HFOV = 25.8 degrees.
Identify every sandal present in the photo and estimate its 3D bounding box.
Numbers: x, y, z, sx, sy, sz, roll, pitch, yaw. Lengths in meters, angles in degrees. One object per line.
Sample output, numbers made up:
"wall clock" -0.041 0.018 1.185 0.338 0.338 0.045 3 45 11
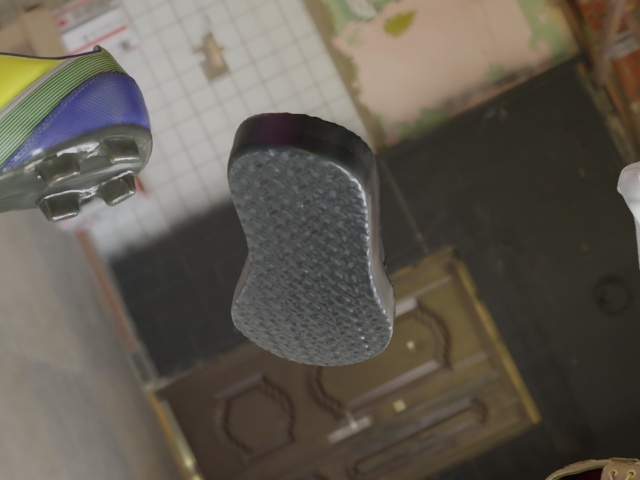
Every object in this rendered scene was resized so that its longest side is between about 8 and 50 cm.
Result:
"sandal" 0.002 0.000 1.345 0.446 0.167 0.107 94 11 -61

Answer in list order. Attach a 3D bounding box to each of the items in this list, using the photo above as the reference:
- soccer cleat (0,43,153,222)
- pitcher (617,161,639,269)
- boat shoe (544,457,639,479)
"soccer cleat" -0.251 -0.060 0.883 0.093 0.289 0.121 112 -40 -55
"pitcher" 0.372 0.011 1.424 0.177 0.125 0.207 -22 86 -59
"boat shoe" 0.173 0.147 0.783 0.135 0.045 0.050 155 -62 -63
